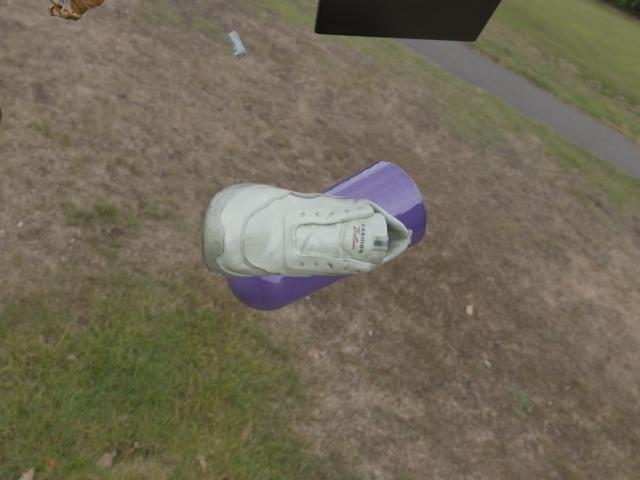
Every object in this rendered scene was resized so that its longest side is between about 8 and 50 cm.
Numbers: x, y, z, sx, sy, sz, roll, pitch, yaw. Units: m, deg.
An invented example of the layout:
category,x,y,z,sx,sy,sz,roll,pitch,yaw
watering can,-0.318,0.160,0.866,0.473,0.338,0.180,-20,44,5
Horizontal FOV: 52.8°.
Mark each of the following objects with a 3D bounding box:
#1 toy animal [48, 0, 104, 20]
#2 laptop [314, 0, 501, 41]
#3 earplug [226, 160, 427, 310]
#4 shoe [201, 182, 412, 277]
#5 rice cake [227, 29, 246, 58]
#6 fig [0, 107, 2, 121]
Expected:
category,x,y,z,sx,sy,sz,roll,pitch,yaw
toy animal,-0.411,-0.509,1.106,0.114,0.255,0.116,-1,17,-19
laptop,0.088,-0.237,0.635,0.180,0.129,0.016,2,77,-6
earplug,0.000,0.000,1.389,0.456,0.215,0.215,-26,55,-30
shoe,-0.004,-0.012,0.920,0.211,0.132,0.342,4,4,33
rice cake,-0.177,-0.414,1.363,0.021,0.022,0.121,47,13,-38
fig,-0.785,-0.280,1.305,0.146,0.170,0.274,0,-14,21
